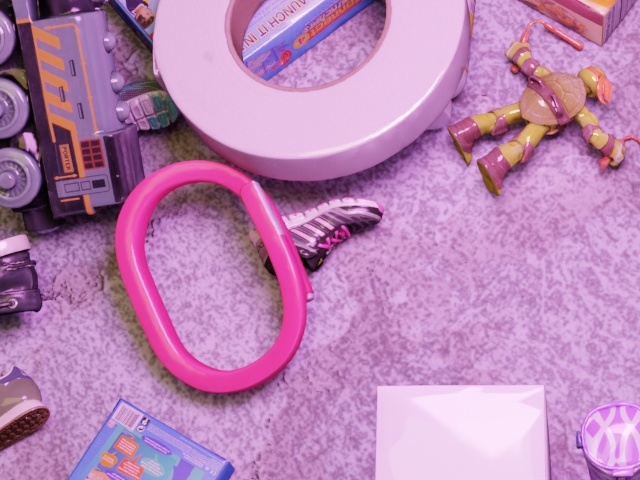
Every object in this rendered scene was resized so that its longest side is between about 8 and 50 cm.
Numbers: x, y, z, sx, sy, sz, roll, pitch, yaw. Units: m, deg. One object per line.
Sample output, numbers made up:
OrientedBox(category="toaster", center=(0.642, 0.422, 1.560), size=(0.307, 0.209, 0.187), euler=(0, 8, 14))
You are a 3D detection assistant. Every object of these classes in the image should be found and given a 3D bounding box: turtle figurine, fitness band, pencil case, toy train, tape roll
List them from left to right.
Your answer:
OrientedBox(category="toy train", center=(-0.331, -0.177, 2.021), size=(0.190, 0.142, 0.334), euler=(-7, 99, 10))
OrientedBox(category="fitness band", center=(-0.130, 0.041, 1.960), size=(0.209, 0.054, 0.291), euler=(-26, 80, 13))
OrientedBox(category="tape roll", center=(-0.012, -0.259, 1.991), size=(0.392, 0.072, 0.392), euler=(-5, 67, 11))
OrientedBox(category="turtle figurine", center=(0.282, -0.148, 1.996), size=(0.217, 0.087, 0.269), euler=(-34, 67, -6))
OrientedBox(category="pencil case", center=(0.332, 0.247, 1.764), size=(0.086, 0.206, 0.088), euler=(-15, 61, 9))

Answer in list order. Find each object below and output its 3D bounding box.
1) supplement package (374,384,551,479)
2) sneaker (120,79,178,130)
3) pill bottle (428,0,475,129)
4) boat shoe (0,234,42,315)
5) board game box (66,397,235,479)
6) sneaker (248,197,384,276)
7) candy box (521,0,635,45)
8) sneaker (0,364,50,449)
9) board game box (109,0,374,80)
OrientedBox(category="supplement package", center=(0.157, 0.276, 1.729), size=(0.177, 0.293, 0.175), euler=(-1, 68, 8))
OrientedBox(category="sneaker", center=(-0.254, -0.172, 2.111), size=(0.166, 0.065, 0.076), euler=(-8, 35, 17))
OrientedBox(category="pill bottle", center=(0.137, -0.238, 2.047), size=(0.103, 0.103, 0.184), euler=(5, 68, 11))
OrientedBox(category="boat shoe", center=(-0.498, 0.108, 1.997), size=(0.340, 0.127, 0.113), euler=(-24, 89, -4))
OrientedBox(category="board game box", center=(-0.224, 0.314, 1.905), size=(0.160, 0.047, 0.210), euler=(28, 74, 18))
OrientedBox(category="sneaker", center=(0.000, 0.000, 1.994), size=(0.170, 0.063, 0.075), euler=(-16, 69, 5))
OrientedBox(category="candy box", center=(0.374, -0.428, 2.097), size=(0.183, 0.087, 0.316), euler=(33, 77, 19))
OrientedBox(category="sneaker", center=(-0.428, 0.219, 1.971), size=(0.192, 0.064, 0.086), euler=(-27, 59, -3))
OrientedBox(category="board game box", center=(-0.120, -0.363, 2.147), size=(0.308, 0.086, 0.302), euler=(-37, 68, -7))
